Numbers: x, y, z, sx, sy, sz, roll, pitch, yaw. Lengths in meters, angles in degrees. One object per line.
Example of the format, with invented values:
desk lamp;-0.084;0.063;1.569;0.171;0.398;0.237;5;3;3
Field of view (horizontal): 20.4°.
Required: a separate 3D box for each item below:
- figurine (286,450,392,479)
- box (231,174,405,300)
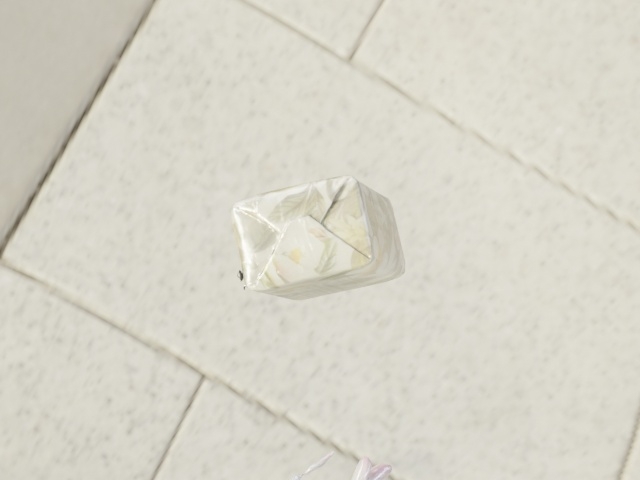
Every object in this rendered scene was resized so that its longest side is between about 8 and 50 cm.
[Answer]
figurine;-0.003;0.269;0.972;0.284;0.315;0.206;-2;20;-44
box;0.000;0.000;0.807;0.062;0.098;0.045;-13;82;12
